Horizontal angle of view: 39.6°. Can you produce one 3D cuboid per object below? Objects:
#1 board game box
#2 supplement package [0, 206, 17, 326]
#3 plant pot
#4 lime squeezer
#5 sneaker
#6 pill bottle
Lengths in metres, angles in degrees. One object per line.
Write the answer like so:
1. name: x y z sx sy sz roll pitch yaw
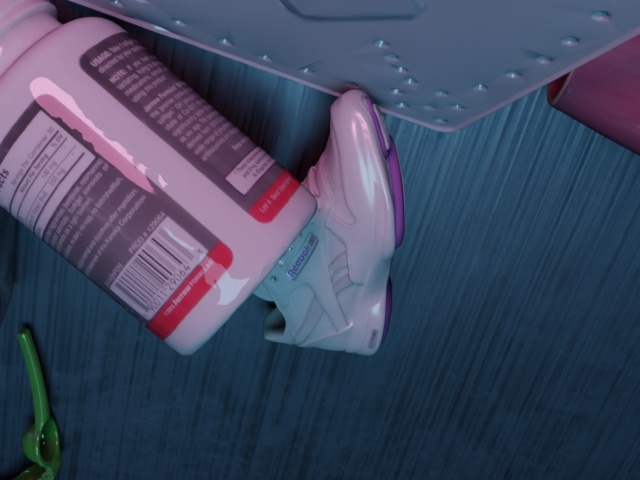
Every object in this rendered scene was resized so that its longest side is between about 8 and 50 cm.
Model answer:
1. board game box: 0.012 -0.203 0.618 0.390 0.390 0.050 17 77 -16
2. supplement package: -0.429 0.011 0.766 0.293 0.177 0.175 10 122 -10
3. plant pot: 0.303 -0.152 0.762 0.180 0.201 0.201 17 119 2
4. lime squeezer: -0.342 0.234 1.013 0.110 0.059 0.310 37 117 9
5. sneaker: 0.000 0.000 0.847 0.152 0.114 0.305 1 128 -3
6. pill bottle: -0.173 -0.069 0.732 0.318 0.176 0.176 41 111 -4
